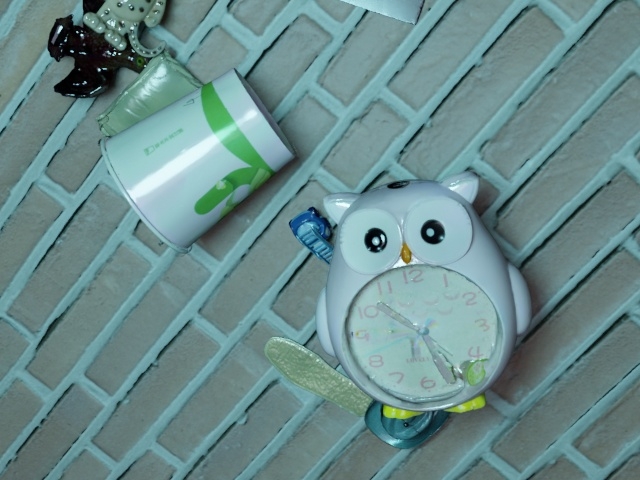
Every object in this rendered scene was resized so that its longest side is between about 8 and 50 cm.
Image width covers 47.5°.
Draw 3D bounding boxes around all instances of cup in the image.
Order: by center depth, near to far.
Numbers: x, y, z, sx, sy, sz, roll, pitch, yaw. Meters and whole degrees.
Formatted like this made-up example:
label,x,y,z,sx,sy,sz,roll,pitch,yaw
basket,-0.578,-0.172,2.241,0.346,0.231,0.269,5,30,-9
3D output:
label,x,y,z,sx,sy,sz,roll,pitch,yaw
cup,-0.204,-0.149,1.275,0.274,0.253,0.253,-35,95,5

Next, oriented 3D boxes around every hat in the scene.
label,x,y,z,sx,sy,sz,roll,pitch,yaw
hat,0.168,0.327,1.388,0.138,0.078,0.191,36,105,-3

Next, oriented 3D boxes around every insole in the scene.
label,x,y,z,sx,sy,sz,roll,pitch,yaw
insole,-0.003,0.270,1.436,0.248,0.011,0.081,31,104,1

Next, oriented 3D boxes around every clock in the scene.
label,x,y,z,sx,sy,sz,roll,pitch,yaw
clock,0.166,0.076,1.249,0.368,0.250,0.377,-8,107,11

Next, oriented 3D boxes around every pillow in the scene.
label,x,y,z,sx,sy,sz,roll,pitch,yaw
pillow,-0.315,-0.244,1.346,0.208,0.053,0.119,-40,121,14

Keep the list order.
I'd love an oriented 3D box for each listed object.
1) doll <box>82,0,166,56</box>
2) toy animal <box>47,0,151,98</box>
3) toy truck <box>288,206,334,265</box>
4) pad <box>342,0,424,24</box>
label,x,y,z,sx,sy,sz,roll,pitch,yaw
doll,-0.292,-0.457,1.257,0.154,0.119,0.278,28,95,-23
toy animal,-0.402,-0.354,1.338,0.179,0.116,0.218,16,86,-25
toy truck,0.000,0.000,1.358,0.063,0.074,0.136,-35,135,15
pad,0.058,-0.518,1.265,0.300,0.005,0.202,19,103,4
